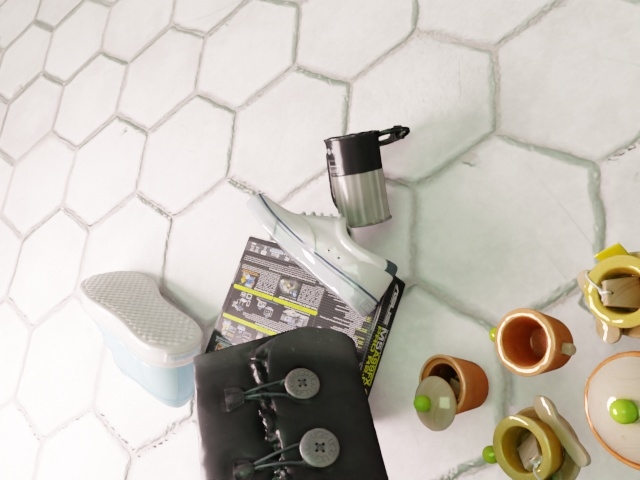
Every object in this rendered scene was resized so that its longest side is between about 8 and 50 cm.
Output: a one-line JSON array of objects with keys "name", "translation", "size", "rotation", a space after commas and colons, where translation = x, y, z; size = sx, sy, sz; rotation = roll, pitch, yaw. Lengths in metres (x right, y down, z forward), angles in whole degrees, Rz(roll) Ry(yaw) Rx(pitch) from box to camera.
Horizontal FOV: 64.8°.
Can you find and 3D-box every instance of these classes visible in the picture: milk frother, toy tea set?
[{"name": "milk frother", "translation": [0.083, -0.102, 0.775], "size": [0.143, 0.129, 0.134], "rotation": [-11, 103, -4]}, {"name": "toy tea set", "translation": [0.218, 0.149, 0.510], "size": [0.336, 0.124, 0.199], "rotation": [-45, 47, 40]}]

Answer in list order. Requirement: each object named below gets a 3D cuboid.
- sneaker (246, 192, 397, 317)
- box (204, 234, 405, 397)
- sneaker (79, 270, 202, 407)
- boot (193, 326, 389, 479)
[{"name": "sneaker", "translation": [0.000, 0.000, 0.721], "size": [0.258, 0.094, 0.091], "rotation": [40, 82, 26]}, {"name": "box", "translation": [-0.032, 0.124, 0.772], "size": [0.270, 0.060, 0.216], "rotation": [13, 80, 32]}, {"name": "sneaker", "translation": [-0.329, 0.168, 0.884], "size": [0.366, 0.135, 0.149], "rotation": [27, 116, 48]}, {"name": "boot", "translation": [0.066, 0.282, 0.514], "size": [0.445, 0.368, 0.146], "rotation": [-114, 31, -53]}]
